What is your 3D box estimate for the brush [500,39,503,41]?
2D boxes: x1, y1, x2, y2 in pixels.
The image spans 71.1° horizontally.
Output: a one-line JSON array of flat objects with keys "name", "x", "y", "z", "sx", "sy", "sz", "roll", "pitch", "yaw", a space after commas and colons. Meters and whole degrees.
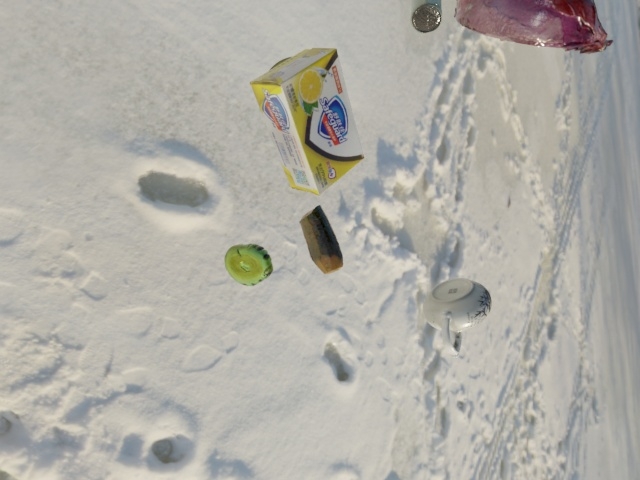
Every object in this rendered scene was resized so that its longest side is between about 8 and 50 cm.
[{"name": "brush", "x": 0.419, "y": -0.601, "z": 0.987, "sx": 0.320, "sy": 0.060, "sz": 0.050, "roll": 62, "pitch": 33, "yaw": -45}]

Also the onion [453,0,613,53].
[{"name": "onion", "x": 0.386, "y": -0.415, "z": 0.782, "sx": 0.227, "sy": 0.284, "sz": 0.120, "roll": -65, "pitch": 172, "yaw": -46}]

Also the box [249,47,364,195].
[{"name": "box", "x": -0.018, "y": -0.252, "z": 0.959, "sx": 0.168, "sy": 0.097, "sz": 0.265, "roll": -40, "pitch": 132, "yaw": -26}]

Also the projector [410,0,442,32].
[{"name": "projector", "x": 0.382, "y": -0.884, "z": 1.610, "sx": 0.108, "sy": 0.108, "sz": 0.337, "roll": 44, "pitch": 43, "yaw": -39}]

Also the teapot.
[{"name": "teapot", "x": 0.420, "y": 0.222, "z": 1.392, "sx": 0.299, "sy": 0.209, "sz": 0.165, "roll": -56, "pitch": 137, "yaw": -43}]

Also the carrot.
[{"name": "carrot", "x": 0.000, "y": 0.000, "z": 1.114, "sx": 0.082, "sy": 0.082, "sz": 0.173, "roll": -15, "pitch": 77, "yaw": -51}]

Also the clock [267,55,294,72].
[{"name": "clock", "x": -0.077, "y": -0.474, "z": 1.448, "sx": 0.237, "sy": 0.237, "sz": 0.057, "roll": 58, "pitch": 4, "yaw": -29}]

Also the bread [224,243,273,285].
[{"name": "bread", "x": -0.202, "y": 0.064, "z": 1.277, "sx": 0.129, "sy": 0.139, "sz": 0.071, "roll": 66, "pitch": 20, "yaw": -7}]
